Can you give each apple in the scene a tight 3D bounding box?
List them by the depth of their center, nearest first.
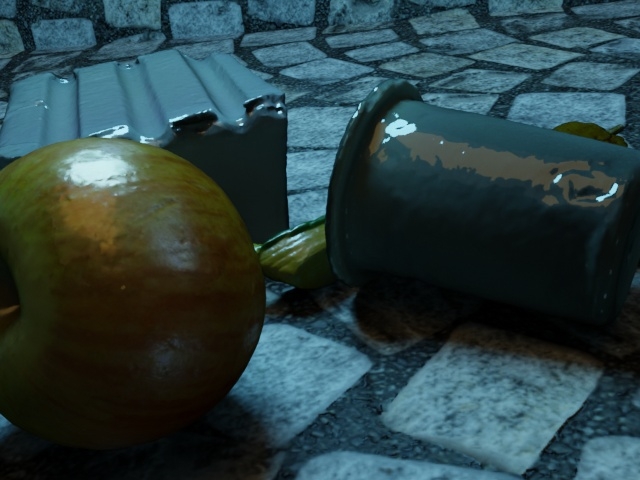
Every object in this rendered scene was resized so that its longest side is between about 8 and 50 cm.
[{"bbox_3d":[-0.186,0.048,0.725,0.286,0.285,0.233,16,12,39],"label":"apple"}]

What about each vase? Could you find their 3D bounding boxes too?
[{"bbox_3d":[0.182,-0.025,0.854,0.291,0.245,0.245,18,35,25],"label":"vase"}]

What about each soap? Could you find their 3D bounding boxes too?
[{"bbox_3d":[-0.252,-0.119,1.138,0.351,0.212,0.435,-16,28,-13],"label":"soap"}]

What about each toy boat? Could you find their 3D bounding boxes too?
[{"bbox_3d":[0.000,0.000,0.968,0.230,0.088,0.088,-19,49,-39],"label":"toy boat"}]

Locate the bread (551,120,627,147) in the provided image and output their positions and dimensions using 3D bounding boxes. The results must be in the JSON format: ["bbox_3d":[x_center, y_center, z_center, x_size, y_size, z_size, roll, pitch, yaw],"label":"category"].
[{"bbox_3d":[0.316,-0.089,1.079,0.344,0.084,0.124,-28,55,-36],"label":"bread"}]
